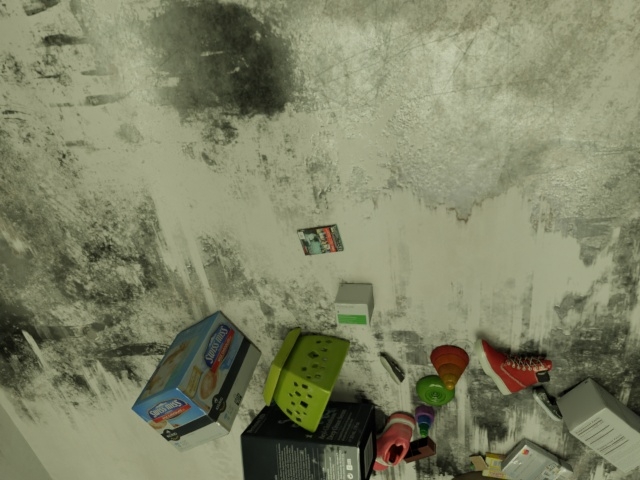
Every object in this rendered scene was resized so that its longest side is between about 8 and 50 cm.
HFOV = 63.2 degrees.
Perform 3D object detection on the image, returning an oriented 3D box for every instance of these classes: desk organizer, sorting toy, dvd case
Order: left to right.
[{"bbox_3d":[0.000,0.000,1.499,0.120,0.013,0.087,-9,120,18],"label":"dvd case"},{"bbox_3d":[0.353,0.763,1.898,0.130,0.047,0.050,-32,108,29],"label":"desk organizer"},{"bbox_3d":[0.377,0.508,1.676,0.127,0.126,0.365,15,124,3],"label":"sorting toy"},{"bbox_3d":[0.566,0.805,1.883,0.062,0.012,0.083,55,141,3],"label":"sorting toy"}]

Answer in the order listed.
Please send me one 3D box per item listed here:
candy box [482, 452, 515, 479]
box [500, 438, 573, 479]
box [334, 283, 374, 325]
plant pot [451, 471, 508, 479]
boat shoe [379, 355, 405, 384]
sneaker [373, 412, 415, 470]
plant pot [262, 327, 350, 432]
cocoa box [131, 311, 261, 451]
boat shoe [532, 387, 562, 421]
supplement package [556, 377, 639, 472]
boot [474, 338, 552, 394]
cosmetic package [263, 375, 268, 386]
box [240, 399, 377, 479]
[{"bbox_3d":[0.691,0.816,1.861,0.206,0.027,0.105,5,124,10],"label":"candy box"},{"bbox_3d":[0.742,0.786,1.795,0.186,0.038,0.145,29,112,0],"label":"box"},{"bbox_3d":[0.102,0.190,1.546,0.101,0.102,0.087,0,121,15],"label":"box"},{"bbox_3d":[0.616,1.057,1.888,0.323,0.280,0.323,6,123,10],"label":"plant pot"},{"bbox_3d":[0.237,0.418,1.703,0.125,0.038,0.046,56,160,-16],"label":"boat shoe"},{"bbox_3d":[0.237,0.754,1.865,0.116,0.136,0.313,21,125,0],"label":"sneaker"},{"bbox_3d":[-0.053,0.435,1.677,0.207,0.228,0.227,22,126,6],"label":"plant pot"},{"bbox_3d":[-0.389,0.448,1.685,0.231,0.347,0.228,-29,112,28],"label":"cocoa box"},{"bbox_3d":[0.727,0.519,1.645,0.142,0.049,0.040,44,121,-13],"label":"boat shoe"},{"bbox_3d":[0.865,0.557,1.573,0.244,0.139,0.134,37,113,-10],"label":"supplement package"},{"bbox_3d":[0.581,0.357,1.553,0.176,0.088,0.244,-28,121,27],"label":"boot"},{"bbox_3d":[-0.138,0.498,1.844,0.115,0.041,0.060,-27,112,27],"label":"cosmetic package"},{"bbox_3d":[-0.029,0.699,1.763,0.396,0.293,0.211,-2,98,15],"label":"box"}]
